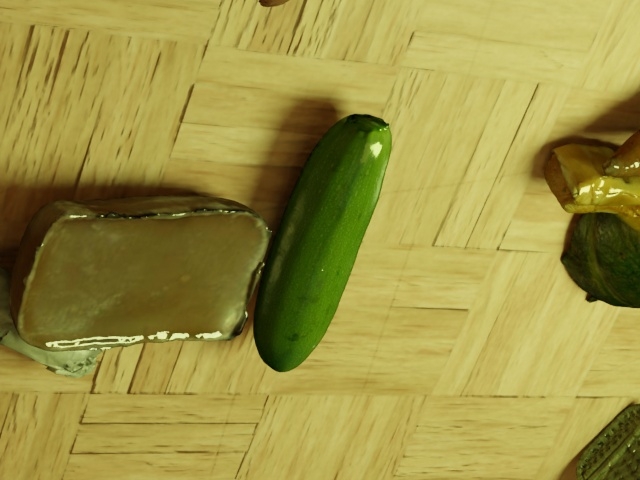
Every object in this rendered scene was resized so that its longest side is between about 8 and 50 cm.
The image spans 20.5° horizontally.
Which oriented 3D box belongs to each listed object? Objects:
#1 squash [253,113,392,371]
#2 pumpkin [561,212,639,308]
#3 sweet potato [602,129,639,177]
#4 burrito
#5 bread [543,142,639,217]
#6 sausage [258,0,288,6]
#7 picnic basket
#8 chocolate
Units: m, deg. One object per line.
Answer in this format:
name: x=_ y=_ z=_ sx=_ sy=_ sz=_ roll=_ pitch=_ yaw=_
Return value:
squash: x=-0.001 y=-0.001 z=1.691 sx=0.082 sy=0.082 sz=0.292 roll=3 pitch=123 yaw=-29
pumpkin: x=0.406 y=0.023 z=1.902 sx=0.278 sy=0.111 sz=0.163 roll=-11 pitch=135 yaw=-20
sweet potato: x=0.441 y=-0.113 z=1.806 sx=0.359 sy=0.112 sz=0.112 roll=-14 pitch=131 yaw=-23
burrito: x=-0.279 y=0.070 z=1.624 sx=0.064 sy=0.064 sz=0.203 roll=-42 pitch=132 yaw=10
bread: x=0.293 y=-0.060 z=1.799 sx=0.132 sy=0.074 sz=0.053 roll=6 pitch=134 yaw=-29
sausage: x=0.053 y=-0.368 z=1.419 sx=0.088 sy=0.088 sz=0.433 roll=17 pitch=117 yaw=-36
picnic basket: x=0.422 y=0.302 z=2.100 sx=0.196 sy=0.154 sz=0.134 roll=31 pitch=105 yaw=-37
chocolate: x=-0.173 y=0.017 z=1.617 sx=0.261 sy=0.083 sz=0.161 roll=2 pitch=123 yaw=-39
